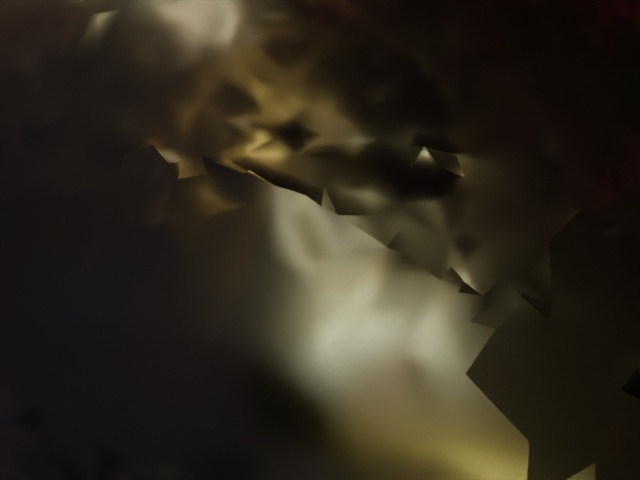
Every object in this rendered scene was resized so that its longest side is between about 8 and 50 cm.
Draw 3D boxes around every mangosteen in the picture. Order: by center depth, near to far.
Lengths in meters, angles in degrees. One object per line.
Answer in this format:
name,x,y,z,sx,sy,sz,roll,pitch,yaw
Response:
mangosteen,-0.002,0.005,0.457,0.300,0.300,0.300,61,170,18
